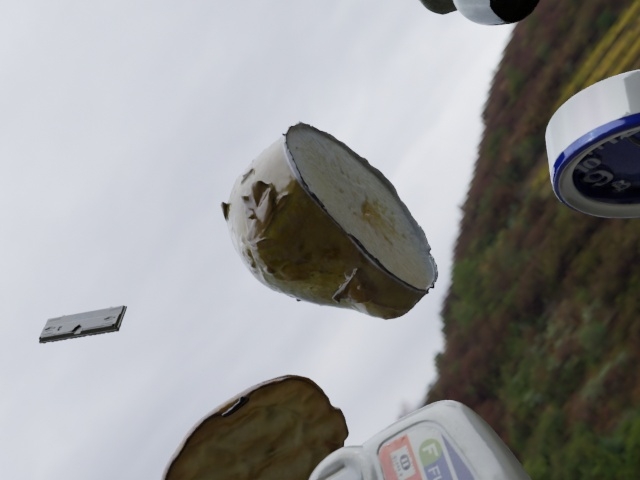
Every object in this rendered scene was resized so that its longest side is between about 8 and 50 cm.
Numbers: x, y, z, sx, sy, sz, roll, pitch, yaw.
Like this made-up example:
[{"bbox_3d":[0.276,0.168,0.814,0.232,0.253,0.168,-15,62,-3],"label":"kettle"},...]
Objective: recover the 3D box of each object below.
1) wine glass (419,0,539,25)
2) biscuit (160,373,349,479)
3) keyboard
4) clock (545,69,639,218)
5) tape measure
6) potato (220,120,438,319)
[{"bbox_3d":[0.256,-0.417,2.076,0.126,0.126,0.241,-52,26,-3],"label":"wine glass"},{"bbox_3d":[-0.084,0.274,1.595,0.260,0.041,0.203,-22,-64,-17],"label":"biscuit"},{"bbox_3d":[-0.335,0.119,1.793,0.049,0.129,0.015,-75,-31,-52],"label":"keyboard"},{"bbox_3d":[0.381,-0.111,1.480,0.230,0.230,0.083,104,166,-62],"label":"clock"},{"bbox_3d":[0.110,0.319,1.325,0.265,0.258,0.130,-32,-46,14],"label":"tape measure"},{"bbox_3d":[0.000,0.000,1.769,0.196,0.300,0.246,-41,12,28],"label":"potato"}]
